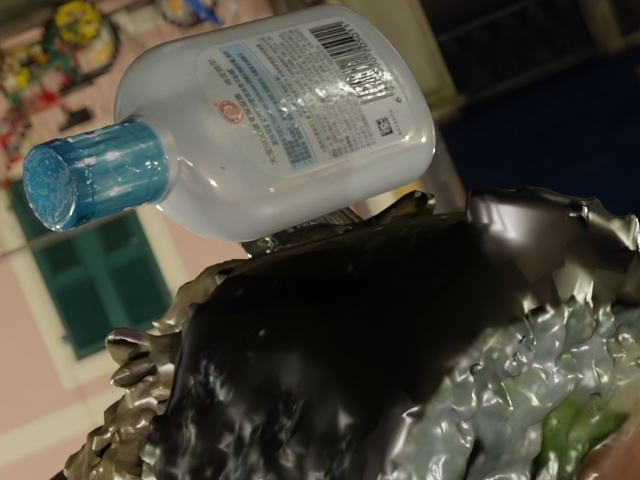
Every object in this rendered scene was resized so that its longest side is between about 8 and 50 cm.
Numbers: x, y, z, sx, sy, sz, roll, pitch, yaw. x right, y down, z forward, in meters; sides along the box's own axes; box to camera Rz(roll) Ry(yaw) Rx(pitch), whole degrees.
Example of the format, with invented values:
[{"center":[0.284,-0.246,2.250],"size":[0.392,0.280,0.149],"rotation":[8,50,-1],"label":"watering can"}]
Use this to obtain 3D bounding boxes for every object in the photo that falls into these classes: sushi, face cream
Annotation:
[{"center":[0.015,0.089,0.640],"size":[0.238,0.225,0.218],"rotation":[28,168,-37],"label":"sushi"},{"center":[-0.063,-0.077,1.206],"size":[0.336,0.163,0.080],"rotation":[-22,165,-43],"label":"face cream"}]

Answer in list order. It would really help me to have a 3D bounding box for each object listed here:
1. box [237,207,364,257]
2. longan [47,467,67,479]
[{"center":[0.000,0.000,1.415],"size":[0.042,0.212,0.201],"rotation":[-52,153,20],"label":"box"},{"center":[-0.068,0.224,0.865],"size":[0.248,0.248,0.248],"rotation":[-23,-178,1],"label":"longan"}]
